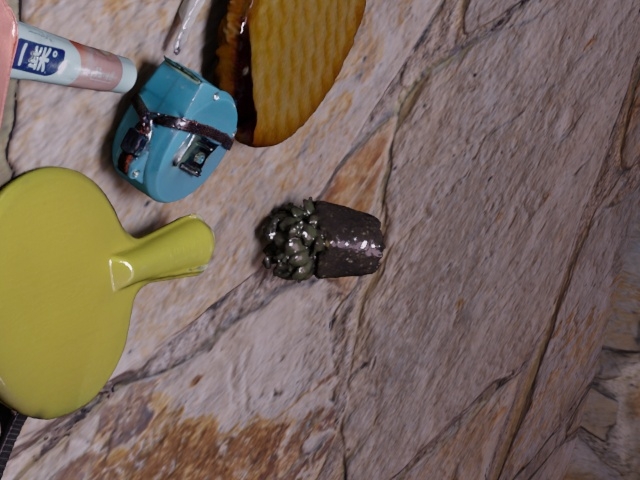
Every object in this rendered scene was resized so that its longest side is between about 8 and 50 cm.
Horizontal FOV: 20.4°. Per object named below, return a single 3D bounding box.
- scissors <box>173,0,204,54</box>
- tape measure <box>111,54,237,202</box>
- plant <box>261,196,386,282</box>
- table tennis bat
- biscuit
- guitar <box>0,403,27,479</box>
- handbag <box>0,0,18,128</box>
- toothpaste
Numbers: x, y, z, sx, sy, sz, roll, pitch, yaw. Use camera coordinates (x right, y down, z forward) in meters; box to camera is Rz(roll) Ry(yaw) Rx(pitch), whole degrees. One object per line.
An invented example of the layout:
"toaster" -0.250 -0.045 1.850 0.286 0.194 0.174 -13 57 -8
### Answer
"scissors" -0.099 -0.274 1.706 0.212 0.021 0.110 -64 161 -8
"tape measure" -0.142 -0.102 1.699 0.125 0.081 0.146 -57 158 4
"plant" 0.000 0.000 2.051 0.094 0.143 0.092 108 -20 -51
"table tennis bat" -0.211 0.032 1.653 0.369 0.054 0.224 -23 111 -58
"biscuit" -0.023 -0.248 1.863 0.318 0.040 0.318 -54 157 -35
"guitar" -0.293 0.176 1.666 0.084 0.038 0.271 24 86 -67
"handbag" -0.274 -0.123 1.278 0.157 0.059 0.212 75 12 -53
"toothpaste" -0.227 -0.154 1.518 0.205 0.036 0.056 6 104 -63
